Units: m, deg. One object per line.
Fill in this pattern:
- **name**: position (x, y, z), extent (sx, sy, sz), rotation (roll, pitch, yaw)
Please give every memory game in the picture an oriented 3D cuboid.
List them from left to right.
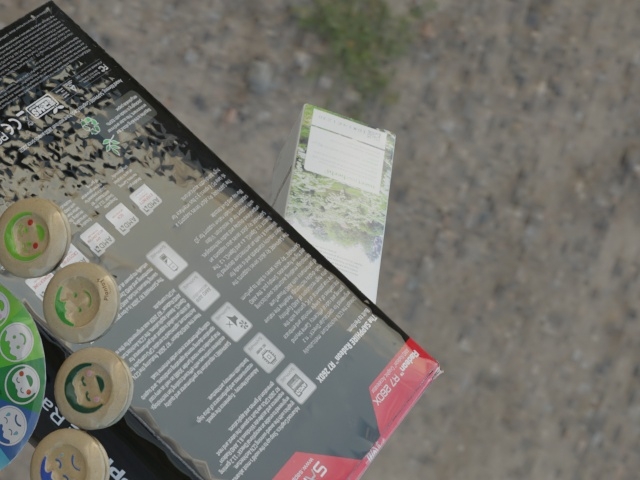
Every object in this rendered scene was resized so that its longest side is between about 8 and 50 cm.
- **memory game**: position (-0.169, 0.061, 0.791), extent (0.186, 0.186, 0.012), rotation (-69, 159, 0)

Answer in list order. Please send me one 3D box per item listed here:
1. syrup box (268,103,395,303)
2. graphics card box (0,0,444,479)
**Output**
- **syrup box**: position (0.000, 0.000, 1.562), extent (0.096, 0.093, 0.237), rotation (119, -15, -47)
- **graphics card box**: position (-0.121, 0.034, 1.115), extent (0.094, 0.371, 0.233), rotation (-47, 180, 40)
